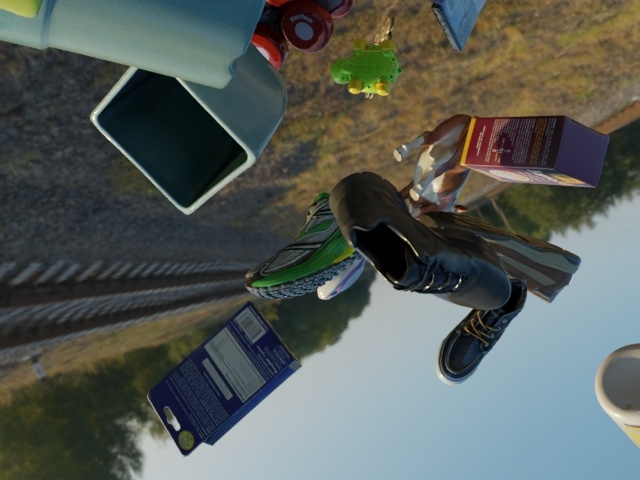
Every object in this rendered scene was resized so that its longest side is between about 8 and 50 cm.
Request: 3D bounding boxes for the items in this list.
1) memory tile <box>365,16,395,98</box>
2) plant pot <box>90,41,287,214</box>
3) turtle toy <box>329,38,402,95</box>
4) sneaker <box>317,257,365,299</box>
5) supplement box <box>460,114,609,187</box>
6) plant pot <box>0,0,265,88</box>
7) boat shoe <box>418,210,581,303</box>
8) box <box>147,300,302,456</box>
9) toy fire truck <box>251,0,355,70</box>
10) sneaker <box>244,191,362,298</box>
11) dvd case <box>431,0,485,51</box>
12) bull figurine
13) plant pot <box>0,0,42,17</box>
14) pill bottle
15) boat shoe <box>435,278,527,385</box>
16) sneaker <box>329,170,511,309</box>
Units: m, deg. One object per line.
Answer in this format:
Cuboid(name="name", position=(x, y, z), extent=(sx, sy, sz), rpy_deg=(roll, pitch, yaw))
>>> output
Cuboid(name="memory tile", position=(0.121, -0.370, 1.555), extent=(0.012, 0.148, 0.113), rpy_deg=(11, 170, -11))
Cuboid(name="plant pot", position=(-0.204, -0.250, 1.376), extent=(0.247, 0.248, 0.252), rpy_deg=(-31, -161, 46))
Cuboid(name="turtle toy", position=(0.078, -0.292, 1.313), extent=(0.130, 0.095, 0.066), rpy_deg=(7, 177, 16))
Cuboid(name="sneaker", position=(0.064, 0.020, 2.119), extent=(0.305, 0.152, 0.114), rpy_deg=(-59, 163, 11))
Cuboid(name="supplement box", position=(0.319, -0.134, 1.154), extent=(0.104, 0.080, 0.188), rpy_deg=(15, 178, -33))
Cuboid(name="plant pot", position=(-0.251, -0.380, 1.044), extent=(0.334, 0.341, 0.341), rpy_deg=(16, 161, -19))
Cuboid(name="boat shoe", position=(0.314, 0.039, 1.357), extent=(0.324, 0.120, 0.122), rpy_deg=(17, -168, -20))
Cuboid(name="box", position=(-0.154, 0.218, 1.196), extent=(0.225, 0.136, 0.036), rpy_deg=(-41, 148, -1))
Cuboid(name="toy fire truck", position=(-0.093, -0.489, 1.493), extent=(0.302, 0.254, 0.169), rpy_deg=(-14, -144, 42))
Cuboid(name="sneaker", position=(0.000, 0.000, 1.495), extent=(0.344, 0.146, 0.134), rpy_deg=(-31, 165, -4))
Cuboid(name="dvd case", position=(0.268, -0.468, 1.296), extent=(0.253, 0.022, 0.180), rpy_deg=(-65, 158, 1))
Cuboid(name="bull figurine", position=(0.205, -0.103, 1.397), extent=(0.188, 0.101, 0.310), rpy_deg=(-31, 152, -25))
Cuboid(name="plant pot", position=(-0.359, -0.328, 0.681), extent=(0.207, 0.227, 0.228), rpy_deg=(13, -179, 33))
Cuboid(name="pill bottle", position=(0.480, 0.239, 1.081), extent=(0.117, 0.117, 0.215), rpy_deg=(-27, 133, 24))
Cuboid(name="boat shoe", position=(0.237, 0.130, 1.131), extent=(0.183, 0.065, 0.083), rpy_deg=(-48, 171, -28))
Cuboid(name="sneaker", position=(0.133, 0.029, 0.998), extent=(0.109, 0.286, 0.130), rpy_deg=(-54, -161, 26))
